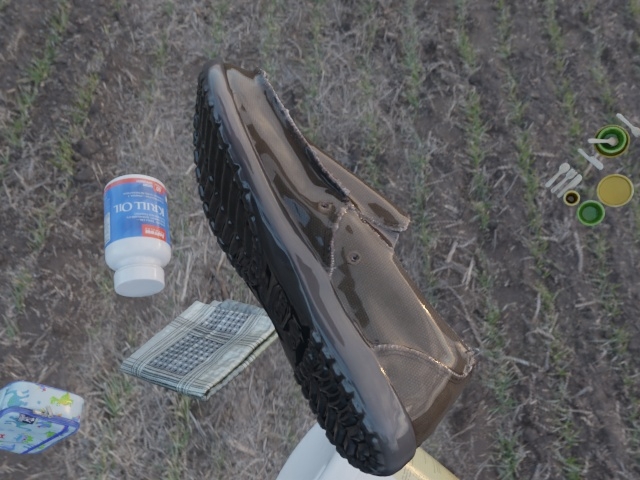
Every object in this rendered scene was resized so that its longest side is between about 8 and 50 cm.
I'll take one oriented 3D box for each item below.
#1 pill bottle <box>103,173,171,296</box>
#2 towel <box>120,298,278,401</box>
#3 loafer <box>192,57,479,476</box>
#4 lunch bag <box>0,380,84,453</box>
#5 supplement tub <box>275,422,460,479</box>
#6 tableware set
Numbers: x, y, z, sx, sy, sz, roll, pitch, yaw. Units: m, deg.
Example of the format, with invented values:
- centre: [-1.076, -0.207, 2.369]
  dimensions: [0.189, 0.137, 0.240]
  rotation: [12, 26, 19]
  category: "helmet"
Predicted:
- centre: [-0.359, -0.008, 1.090]
  dimensions: [0.124, 0.124, 0.221]
  rotation: [-8, 65, -11]
  category: "pill bottle"
- centre: [-0.273, 0.242, 1.346]
  dimensions: [0.312, 0.056, 0.324]
  rotation: [4, 29, 38]
  category: "towel"
- centre: [0.000, 0.000, 0.467]
  dimensions: [0.130, 0.134, 0.366]
  rotation: [-20, 73, -26]
  category: "loafer"
- centre: [-0.637, 0.390, 1.206]
  dimensions: [0.219, 0.176, 0.090]
  rotation: [-30, 46, 27]
  category: "lunch bag"
- centre: [0.100, 0.401, 0.757]
  dimensions: [0.316, 0.228, 0.228]
  rotation: [40, 64, -3]
  category: "supplement tub"
- centre: [0.415, -0.101, 0.803]
  dimensions: [0.154, 0.024, 0.104]
  rotation: [-46, 75, 14]
  category: "tableware set"
